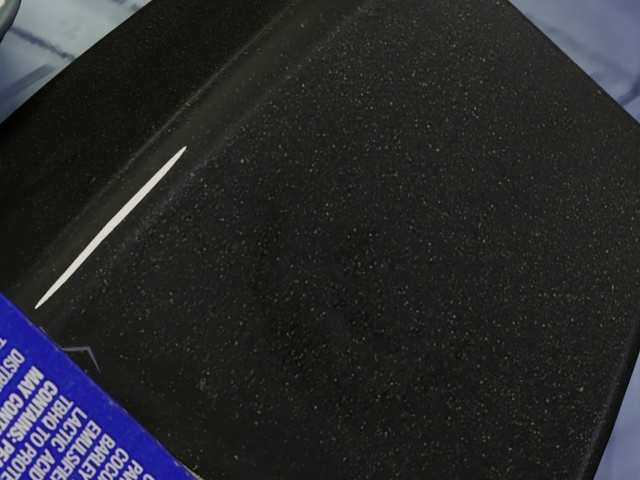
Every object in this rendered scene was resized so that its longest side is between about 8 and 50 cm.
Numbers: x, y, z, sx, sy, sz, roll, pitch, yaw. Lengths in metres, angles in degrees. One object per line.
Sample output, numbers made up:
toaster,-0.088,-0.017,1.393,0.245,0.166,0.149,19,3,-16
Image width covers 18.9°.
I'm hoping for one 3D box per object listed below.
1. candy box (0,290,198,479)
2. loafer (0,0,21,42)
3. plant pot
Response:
candy box,-0.083,0.144,0.570,0.317,0.268,0.122,47,66,-22
loafer,-0.225,-0.054,0.594,0.267,0.084,0.096,-15,80,-12
plant pot,0.000,0.000,0.610,0.187,0.188,0.167,40,82,-21
